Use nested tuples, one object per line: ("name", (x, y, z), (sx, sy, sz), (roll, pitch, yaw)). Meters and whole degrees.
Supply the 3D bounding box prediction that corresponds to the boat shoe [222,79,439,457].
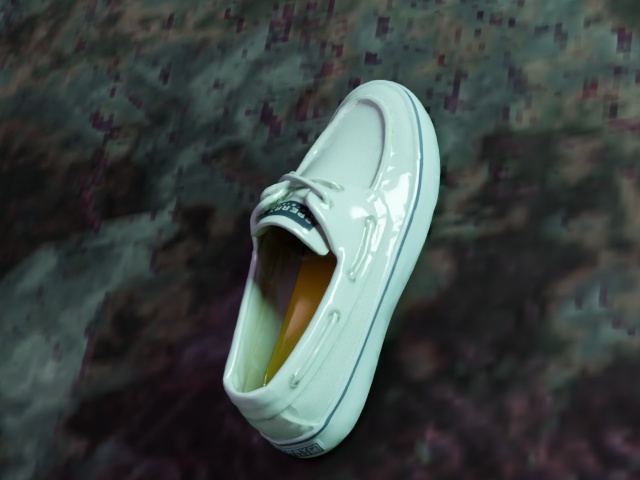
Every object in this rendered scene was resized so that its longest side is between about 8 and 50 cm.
("boat shoe", (0.000, 0.000, 0.443), (0.035, 0.035, 0.100), (0, 61, 37))
